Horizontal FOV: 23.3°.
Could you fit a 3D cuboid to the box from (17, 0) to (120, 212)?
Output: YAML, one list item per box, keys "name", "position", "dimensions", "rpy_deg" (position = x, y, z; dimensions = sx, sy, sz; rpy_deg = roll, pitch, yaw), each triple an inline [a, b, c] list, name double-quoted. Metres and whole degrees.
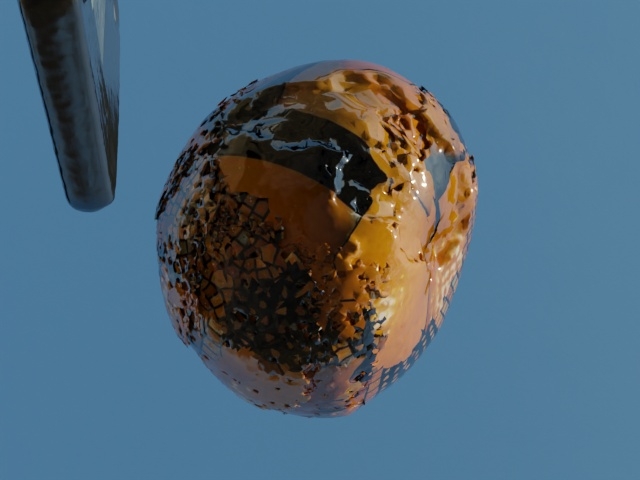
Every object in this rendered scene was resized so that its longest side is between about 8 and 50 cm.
- name: "box"
  position: [-0.092, -0.091, 0.592]
  dimensions: [0.027, 0.125, 0.126]
  rpy_deg: [-5, -131, -2]

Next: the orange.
- name: "orange"
  position: [0.000, 0.000, 0.987]
  dimensions: [0.182, 0.234, 0.235]
  rpy_deg: [6, -96, 20]
